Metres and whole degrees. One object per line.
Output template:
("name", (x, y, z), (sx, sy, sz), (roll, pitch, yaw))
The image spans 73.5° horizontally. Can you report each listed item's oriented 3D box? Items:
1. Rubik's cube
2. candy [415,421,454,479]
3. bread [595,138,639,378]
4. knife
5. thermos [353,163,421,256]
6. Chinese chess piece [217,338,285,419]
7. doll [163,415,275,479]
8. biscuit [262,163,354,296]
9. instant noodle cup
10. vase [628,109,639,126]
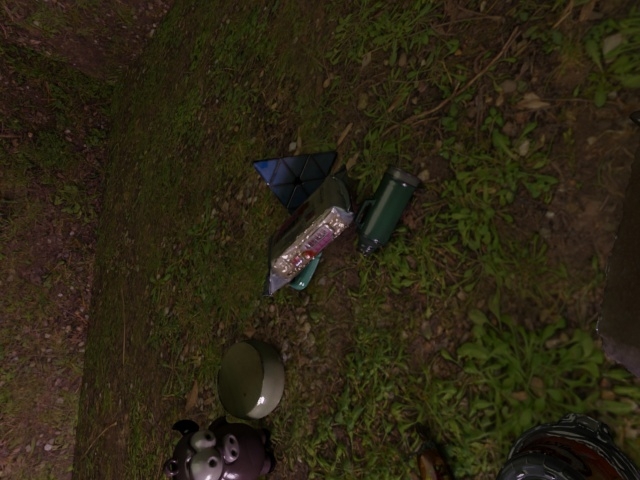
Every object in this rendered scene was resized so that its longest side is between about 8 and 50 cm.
("Rubik's cube", (-0.092, -0.136, 1.045), (0.211, 0.178, 0.190), (-16, 69, 43))
("candy", (0.189, 0.385, 0.685), (0.046, 0.053, 0.182), (-29, 60, 28))
("bread", (0.431, 0.002, 0.469), (0.183, 0.102, 0.337), (169, 115, -81))
("knife", (-0.001, 0.000, 1.019), (0.260, 0.035, 0.063), (-61, 31, 4))
("thermos", (0.126, -0.055, 0.863), (0.073, 0.083, 0.187), (31, 103, 24))
("Chinese chess piece", (-0.169, 0.338, 1.046), (0.189, 0.083, 0.188), (-16, 65, 39))
("doll", (-0.211, 0.468, 0.916), (0.117, 0.257, 0.182), (-39, 52, 22))
("biscuit", (-0.030, -0.017, 0.970), (0.309, 0.079, 0.186), (-42, 27, 27))
("instant noodle cup", (0.297, 0.328, 0.535), (0.178, 0.126, 0.208), (-14, 68, 43))
("vase", (0.474, -0.191, 0.572), (0.100, 0.053, 0.053), (-49, 48, 30))
